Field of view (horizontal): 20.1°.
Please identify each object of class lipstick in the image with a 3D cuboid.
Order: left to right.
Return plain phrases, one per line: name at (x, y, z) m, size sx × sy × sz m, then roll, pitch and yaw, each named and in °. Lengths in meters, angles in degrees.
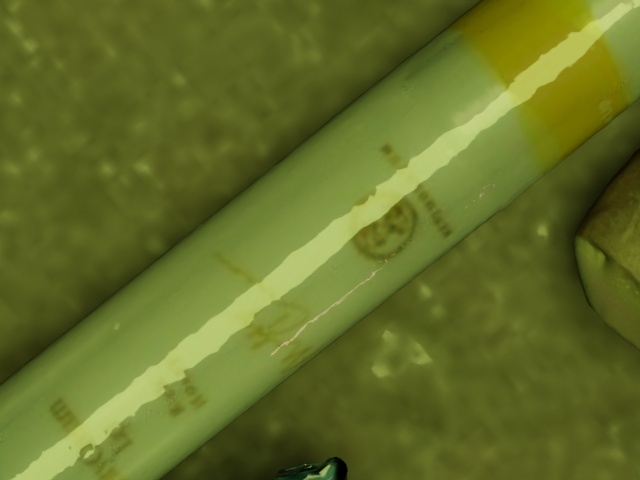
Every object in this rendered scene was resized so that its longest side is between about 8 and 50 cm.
lipstick at (0.000, 0.000, 0.581) m, size 0.264 × 0.059 × 0.059 m, roll -38°, pitch 96°, yaw 0°

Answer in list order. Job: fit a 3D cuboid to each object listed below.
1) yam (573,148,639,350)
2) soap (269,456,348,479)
yam at (0.183, -0.091, 0.585) m, size 0.066 × 0.066 × 0.299 m, roll 35°, pitch 91°, yaw -6°
soap at (-0.018, 0.221, 0.588) m, size 0.156 × 0.077 × 0.293 m, roll -17°, pitch 97°, yaw -4°
